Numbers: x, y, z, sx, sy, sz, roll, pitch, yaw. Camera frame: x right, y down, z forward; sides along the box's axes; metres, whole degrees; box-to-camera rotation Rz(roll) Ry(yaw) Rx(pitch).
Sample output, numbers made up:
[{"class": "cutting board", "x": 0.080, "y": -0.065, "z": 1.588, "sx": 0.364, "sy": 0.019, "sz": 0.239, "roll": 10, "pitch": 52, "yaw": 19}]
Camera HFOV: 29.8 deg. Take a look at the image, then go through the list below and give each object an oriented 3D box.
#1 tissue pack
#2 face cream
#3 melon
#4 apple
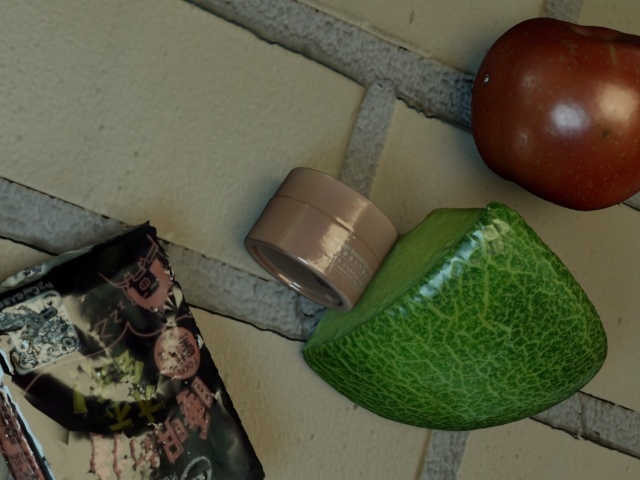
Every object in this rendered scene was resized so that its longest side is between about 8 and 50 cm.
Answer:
[{"class": "tissue pack", "x": -0.227, "y": 0.172, "z": 1.277, "sx": 0.245, "sy": 0.123, "sz": 0.332, "roll": -27, "pitch": 98, "yaw": -30}, {"class": "face cream", "x": 0.000, "y": 0.000, "z": 1.380, "sx": 0.149, "sy": 0.149, "sz": 0.104, "roll": 39, "pitch": 74, "yaw": -21}, {"class": "melon", "x": 0.198, "y": 0.114, "z": 1.460, "sx": 0.343, "sy": 0.226, "sz": 0.331, "roll": 35, "pitch": 113, "yaw": -22}, {"class": "apple", "x": 0.314, "y": -0.158, "z": 1.487, "sx": 0.260, "sy": 0.260, "sz": 0.216, "roll": 6, "pitch": 110, "yaw": -27}]
